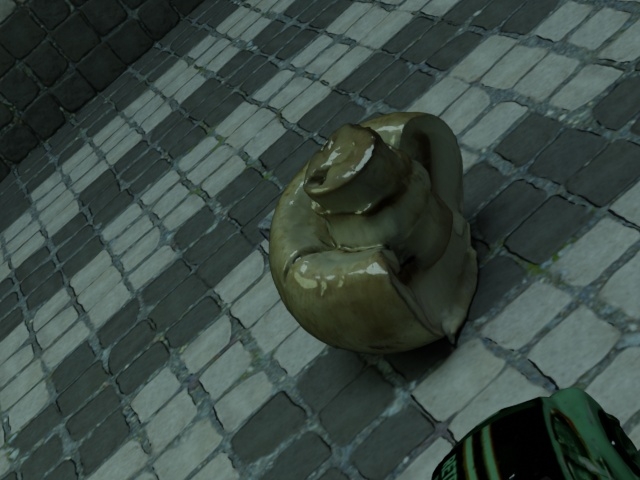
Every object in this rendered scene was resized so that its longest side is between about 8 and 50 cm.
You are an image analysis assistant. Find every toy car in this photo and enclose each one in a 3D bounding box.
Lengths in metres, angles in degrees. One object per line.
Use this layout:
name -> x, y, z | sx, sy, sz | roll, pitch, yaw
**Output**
toy car -> 0.135, 0.192, 0.739 | 0.136, 0.125, 0.306 | -36, 21, 15

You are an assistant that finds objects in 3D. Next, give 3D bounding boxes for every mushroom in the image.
mushroom -> 0.031, -0.010, 1.199 | 0.189, 0.195, 0.253 | -19, 45, 28

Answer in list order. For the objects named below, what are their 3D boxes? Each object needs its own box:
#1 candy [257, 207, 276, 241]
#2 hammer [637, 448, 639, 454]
candy -> 0.000, 0.000, 1.384 | 0.073, 0.092, 0.160 | -47, 24, -9
hammer -> 0.182, 0.248, 0.771 | 0.137, 0.037, 0.290 | -14, 35, 47
